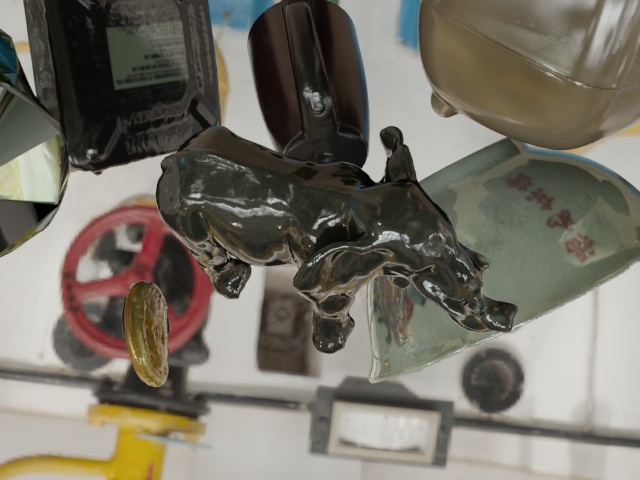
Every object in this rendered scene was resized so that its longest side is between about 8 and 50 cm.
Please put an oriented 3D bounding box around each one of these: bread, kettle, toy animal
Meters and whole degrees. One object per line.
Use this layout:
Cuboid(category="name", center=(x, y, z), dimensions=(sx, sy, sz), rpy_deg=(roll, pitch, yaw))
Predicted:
Cuboid(category="bread", center=(-0.173, 0.094, 1.001), dimensions=(0.024, 0.110, 0.110), rpy_deg=(-11, 163, 8))
Cuboid(category="kettle", center=(-0.006, -0.189, 1.196), dimensions=(0.144, 0.232, 0.202), rpy_deg=(-8, 139, -5))
Cuboid(category="toy animal", center=(0.000, 0.005, 0.611), dimensions=(0.245, 0.114, 0.146), rpy_deg=(7, 147, 18))

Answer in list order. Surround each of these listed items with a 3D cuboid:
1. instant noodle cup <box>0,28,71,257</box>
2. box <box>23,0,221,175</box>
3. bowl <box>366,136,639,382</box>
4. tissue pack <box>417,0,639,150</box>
Cuboid(category="instant noodle cup", center=(-0.382, -0.114, 1.003), dimensions=(0.240, 0.178, 0.240), rpy_deg=(-13, 132, -15))
Cuboid(category="box", center=(-0.241, -0.240, 1.259), dimensions=(0.073, 0.289, 0.290), rpy_deg=(5, -164, 35))
Cuboid(category="bowl", center=(0.208, -0.006, 1.235), dimensions=(0.435, 0.196, 0.435), rpy_deg=(-28, 178, -1))
Cuboid(category="tissue pack", center=(0.287, -0.255, 1.082), dimensions=(0.267, 0.276, 0.387), rpy_deg=(31, -142, 24))
